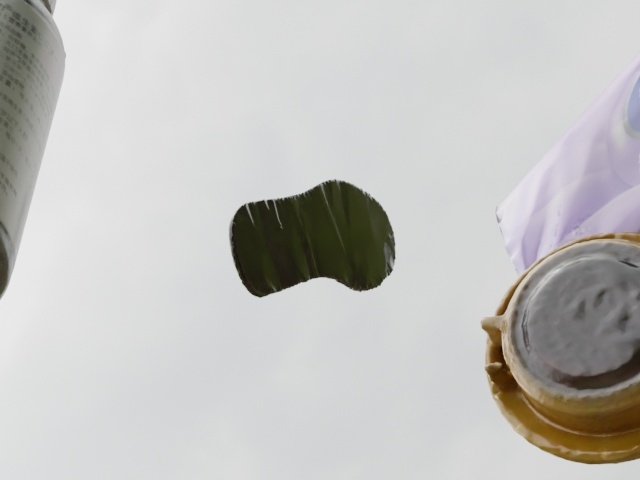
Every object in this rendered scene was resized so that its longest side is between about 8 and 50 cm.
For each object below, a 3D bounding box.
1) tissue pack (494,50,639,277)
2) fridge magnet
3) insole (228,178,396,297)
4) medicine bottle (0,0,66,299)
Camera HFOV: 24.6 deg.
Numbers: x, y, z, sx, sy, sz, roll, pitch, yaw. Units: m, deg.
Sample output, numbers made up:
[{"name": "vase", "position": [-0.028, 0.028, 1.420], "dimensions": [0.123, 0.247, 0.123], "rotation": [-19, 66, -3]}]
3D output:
[{"name": "tissue pack", "position": [0.319, -0.056, 0.985], "dimensions": [0.242, 0.160, 0.338], "rotation": [23, -57, -30]}, {"name": "fridge magnet", "position": [0.158, 0.055, 0.815], "dimensions": [0.143, 0.143, 0.063], "rotation": [-42, -40, -3]}, {"name": "insole", "position": [0.000, 0.000, 1.438], "dimensions": [0.009, 0.119, 0.348], "rotation": [-14, -2, 26]}, {"name": "medicine bottle", "position": [-0.255, -0.089, 1.009], "dimensions": [0.141, 0.293, 0.141], "rotation": [3, -42, 3]}]
